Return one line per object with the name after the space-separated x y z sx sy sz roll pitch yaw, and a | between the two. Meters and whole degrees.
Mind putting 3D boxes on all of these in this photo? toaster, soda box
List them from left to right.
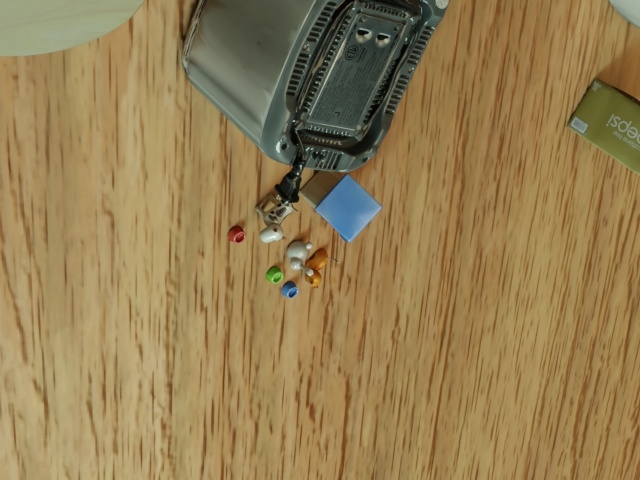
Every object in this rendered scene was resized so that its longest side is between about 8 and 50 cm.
-0.011 -0.156 1.332 0.129 0.146 0.227 5 117 -45 | toaster
0.326 -0.086 1.680 0.061 0.181 0.058 16 109 -48 | soda box

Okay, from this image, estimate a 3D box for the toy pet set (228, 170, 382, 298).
0.000 0.000 1.536 0.114 0.065 0.122 -47 142 -2 | toy pet set

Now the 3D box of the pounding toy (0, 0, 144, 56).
-0.218 -0.218 1.100 0.183 0.110 0.237 -27 147 35 | pounding toy

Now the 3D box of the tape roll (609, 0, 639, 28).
0.419 -0.352 1.639 0.392 0.072 0.392 -24 135 -27 | tape roll
